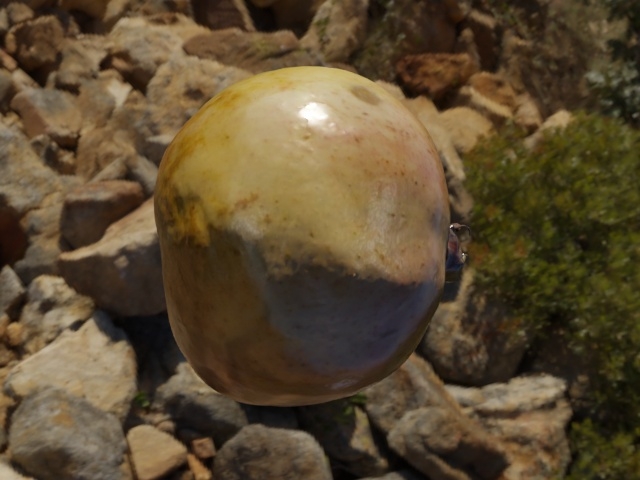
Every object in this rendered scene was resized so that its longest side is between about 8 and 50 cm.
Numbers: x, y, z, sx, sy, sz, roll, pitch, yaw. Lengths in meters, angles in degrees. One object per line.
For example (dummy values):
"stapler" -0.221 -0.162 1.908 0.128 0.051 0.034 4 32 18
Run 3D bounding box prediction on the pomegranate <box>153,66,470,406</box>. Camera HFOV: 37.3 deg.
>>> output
"pomegranate" 0.000 0.000 0.945 0.338 0.338 0.338 18 61 -35
